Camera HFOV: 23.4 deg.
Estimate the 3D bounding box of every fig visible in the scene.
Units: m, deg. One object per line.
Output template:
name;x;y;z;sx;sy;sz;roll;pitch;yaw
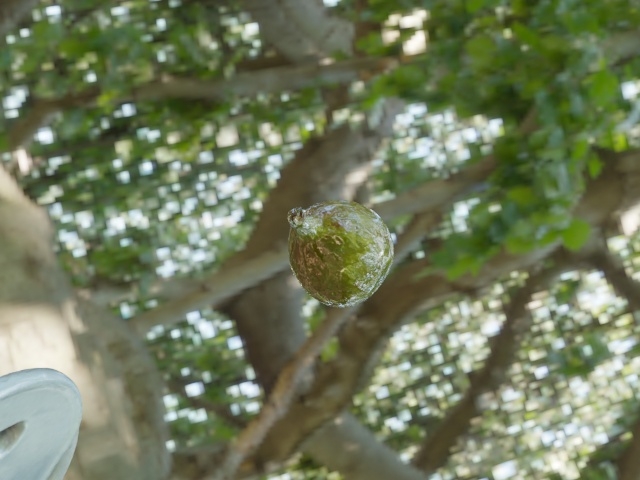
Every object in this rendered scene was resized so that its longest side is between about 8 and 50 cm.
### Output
fig;0.000;0.000;1.741;0.124;0.236;0.124;-7;-107;22

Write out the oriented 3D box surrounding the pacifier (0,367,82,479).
pacifier;-0.191;0.212;0.908;0.226;0.238;0.287;41;-58;19
